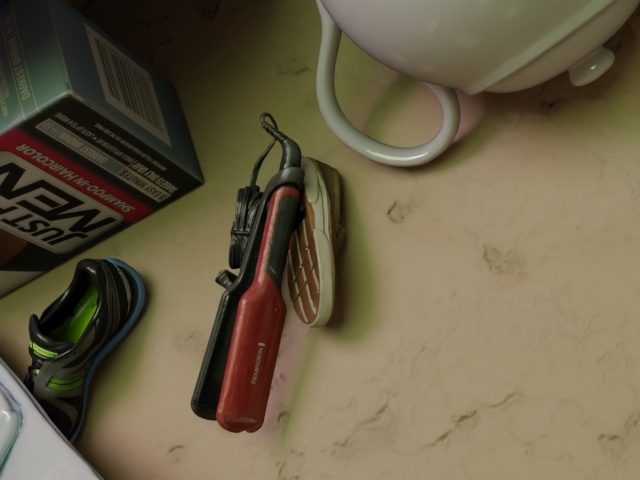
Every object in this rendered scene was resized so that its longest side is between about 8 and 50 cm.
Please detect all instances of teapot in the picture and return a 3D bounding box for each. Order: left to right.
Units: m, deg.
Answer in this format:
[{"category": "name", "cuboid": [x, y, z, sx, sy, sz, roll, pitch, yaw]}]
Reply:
[{"category": "teapot", "cuboid": [0.125, -0.181, 0.765, 0.252, 0.256, 0.187, -39, 98, -17]}]

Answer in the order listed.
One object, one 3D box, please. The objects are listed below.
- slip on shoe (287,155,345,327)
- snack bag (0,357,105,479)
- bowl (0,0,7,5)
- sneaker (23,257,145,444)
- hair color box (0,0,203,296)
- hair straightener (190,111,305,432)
[{"category": "slip on shoe", "cuboid": [0.000, 0.000, 0.838, 0.051, 0.041, 0.135, -47, 44, 46]}, {"category": "snack bag", "cuboid": [-0.277, 0.254, 0.811, 0.342, 0.037, 0.323, 30, 93, 49]}, {"category": "bowl", "cuboid": [-0.242, -0.222, 0.870, 0.391, 0.391, 0.077, -27, 102, 15]}, {"category": "sneaker", "cuboid": [-0.208, 0.094, 0.887, 0.067, 0.078, 0.188, 26, 86, 32]}, {"category": "hair color box", "cuboid": [-0.306, -0.033, 0.922, 0.374, 0.185, 0.113, -28, 62, 15]}, {"category": "hair straightener", "cuboid": [-0.060, 0.020, 0.840, 0.089, 0.047, 0.230, 5, 87, 55]}]
